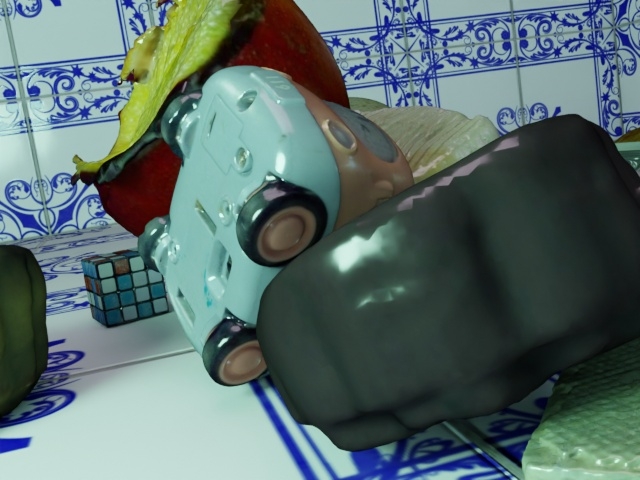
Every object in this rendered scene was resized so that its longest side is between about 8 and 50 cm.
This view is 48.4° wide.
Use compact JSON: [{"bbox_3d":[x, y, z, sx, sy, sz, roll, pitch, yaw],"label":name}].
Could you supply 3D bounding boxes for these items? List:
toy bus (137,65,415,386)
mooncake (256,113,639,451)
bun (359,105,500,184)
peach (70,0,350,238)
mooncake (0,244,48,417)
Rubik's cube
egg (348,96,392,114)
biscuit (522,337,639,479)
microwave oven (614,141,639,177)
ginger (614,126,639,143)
[{"bbox_3d":[-0.025,-0.009,0.669,0.232,0.288,0.194,-1,35,-33],"label":"toy bus"},{"bbox_3d":[0.095,0.040,0.489,0.282,0.141,0.283,-25,-9,-4],"label":"mooncake"},{"bbox_3d":[0.119,-0.082,1.188,0.364,0.219,0.365,-11,29,6],"label":"bun"},{"bbox_3d":[-0.133,-0.161,0.930,0.352,0.339,0.417,5,-25,2],"label":"peach"},{"bbox_3d":[-0.406,0.099,0.680,0.290,0.161,0.290,-8,6,1],"label":"mooncake"},{"bbox_3d":[-0.280,0.064,1.021,0.092,0.092,0.092,-12,9,-30],"label":"Rubik's cube"},{"bbox_3d":[0.040,-0.150,1.506,0.379,0.288,0.287,-16,1,39],"label":"egg"},{"bbox_3d":[0.221,0.097,0.433,0.150,0.052,0.252,-4,9,29],"label":"biscuit"},{"bbox_3d":[0.289,-0.012,0.692,0.162,0.122,0.208,-41,19,-16],"label":"microwave oven"},{"bbox_3d":[0.581,-0.101,1.054,0.321,0.165,0.172,4,21,33],"label":"ginger"}]
